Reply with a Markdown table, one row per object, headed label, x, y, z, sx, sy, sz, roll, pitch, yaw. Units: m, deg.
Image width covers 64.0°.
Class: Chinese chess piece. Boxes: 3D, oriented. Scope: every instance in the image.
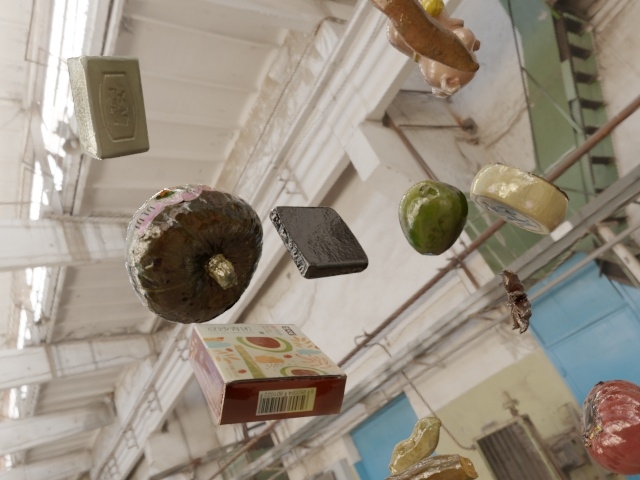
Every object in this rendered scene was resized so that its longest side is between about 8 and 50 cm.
| label | x | y | z | sx | sy | sz | roll | pitch | yaw |
| --- | --- | --- | --- | --- | --- | --- | --- | --- | --- |
| Chinese chess piece | 0.538 | -0.114 | 1.396 | 0.104 | 0.257 | 0.257 | -62 | -30 | 1 |

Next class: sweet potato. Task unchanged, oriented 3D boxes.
| label | x | y | z | sx | sy | sz | roll | pitch | yaw |
| --- | --- | --- | --- | --- | --- | --- | --- | --- | --- |
| sweet potato | 0.234 | 0.541 | 1.175 | 0.243 | 0.077 | 0.077 | -17 | -23 | 9 |
| sweet potato | 0.083 | -0.219 | 0.494 | 0.044 | 0.179 | 0.044 | -50 | 7 | 9 |

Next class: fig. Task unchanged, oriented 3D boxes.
| label | x | y | z | sx | sy | sz | roll | pitch | yaw |
| --- | --- | --- | --- | --- | --- | --- | --- | --- | --- |
| fig | 0.286 | -0.056 | 1.316 | 0.180 | 0.191 | 0.181 | -1 | -3 | 0 |

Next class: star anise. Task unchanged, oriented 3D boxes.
| label | x | y | z | sx | sy | sz | roll | pitch | yaw |
| --- | --- | --- | --- | --- | --- | --- | --- | --- | --- |
| star anise | 0.408 | 0.126 | 1.060 | 0.042 | 0.141 | 0.141 | -14 | -23 | 11 |

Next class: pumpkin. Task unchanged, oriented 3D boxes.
| label | x | y | z | sx | sy | sz | roll | pitch | yaw |
| --- | --- | --- | --- | --- | --- | --- | --- | --- | --- |
| pumpkin | -0.210 | 0.030 | 0.906 | 0.260 | 0.189 | 0.260 | -22 | -55 | -36 |

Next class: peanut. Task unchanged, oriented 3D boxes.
| label | x | y | z | sx | sy | sz | roll | pitch | yaw |
| --- | --- | --- | --- | --- | --- | --- | --- | --- | --- |
| peanut | 0.330 | 0.722 | 1.774 | 0.263 | 0.101 | 0.117 | -50 | -52 | 4 |

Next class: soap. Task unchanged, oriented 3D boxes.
| label | x | y | z | sx | sy | sz | roll | pitch | yaw |
| --- | --- | --- | --- | --- | --- | --- | --- | --- | --- |
| soap | -0.397 | -0.252 | 0.966 | 0.121 | 0.063 | 0.183 | -26 | -59 | -51 |

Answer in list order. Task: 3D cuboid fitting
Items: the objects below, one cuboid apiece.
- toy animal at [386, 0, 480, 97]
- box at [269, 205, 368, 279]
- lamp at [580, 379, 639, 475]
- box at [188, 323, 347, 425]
| label | x | y | z | sx | sy | sz | roll | pitch | yaw |
| --- | --- | --- | --- | --- | --- | --- | --- | --- | --- |
| toy animal | 0.237 | -0.430 | 1.092 | 0.149 | 0.248 | 0.165 | -35 | 4 | 23 |
| box | 0.000 | 0.000 | 0.739 | 0.125 | 0.126 | 0.027 | -2 | -42 | -40 |
| lamp | 0.596 | 0.366 | 1.004 | 0.140 | 0.182 | 0.182 | 9 | -23 | 11 |
| box | -0.167 | 0.365 | 1.477 | 0.344 | 0.385 | 0.122 | 5 | -79 | -27 |
